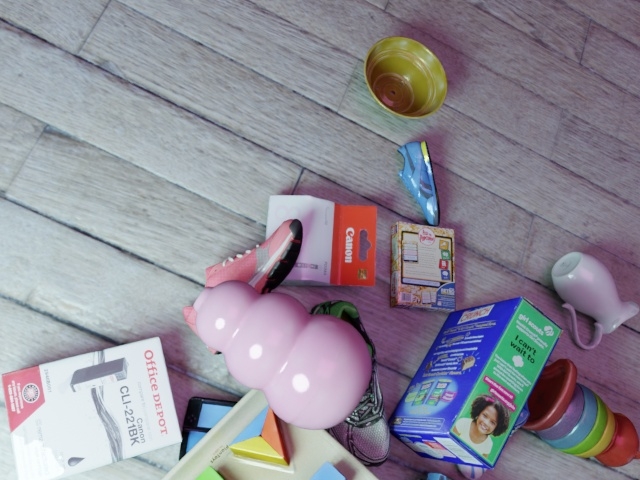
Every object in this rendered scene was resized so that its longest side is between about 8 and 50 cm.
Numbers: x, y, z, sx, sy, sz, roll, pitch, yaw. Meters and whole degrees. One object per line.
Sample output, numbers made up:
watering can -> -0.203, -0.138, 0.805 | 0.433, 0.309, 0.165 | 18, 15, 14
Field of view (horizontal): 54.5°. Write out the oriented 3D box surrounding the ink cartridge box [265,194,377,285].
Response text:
ink cartridge box -> 0.000, 0.000, 1.323 | 0.232, 0.066, 0.189 | 0, 72, 10

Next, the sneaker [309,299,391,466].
sneaker -> 0.059, 0.286, 1.251 | 0.134, 0.146, 0.344 | -16, 80, -21

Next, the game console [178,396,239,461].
game console -> -0.199, 0.366, 1.184 | 0.122, 0.071, 0.107 | 12, 106, -15

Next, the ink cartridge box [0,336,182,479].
ink cartridge box -> -0.403, 0.304, 1.118 | 0.272, 0.114, 0.197 | -12, 78, -21

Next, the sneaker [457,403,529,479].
sneaker -> 0.371, 0.394, 1.328 | 0.091, 0.126, 0.240 | 29, 68, -8

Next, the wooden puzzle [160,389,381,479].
wooden puzzle -> -0.091, 0.453, 1.076 | 0.347, 0.081, 0.322 | 37, 68, 26

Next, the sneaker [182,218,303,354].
sneaker -> -0.159, 0.068, 1.233 | 0.136, 0.116, 0.314 | 36, 87, 12

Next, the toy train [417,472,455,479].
toy train -> 0.278, 0.526, 1.242 | 0.184, 0.105, 0.080 | 28, 69, -8

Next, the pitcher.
pitcher -> 0.639, 0.145, 1.497 | 0.207, 0.125, 0.178 | 44, 82, -13

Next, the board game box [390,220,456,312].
board game box -> 0.235, 0.062, 1.425 | 0.146, 0.045, 0.194 | 8, 72, -15

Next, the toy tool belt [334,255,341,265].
toy tool belt -> 0.025, 0.050, 1.357 | 0.052, 0.051, 0.083 | 6, 67, 22

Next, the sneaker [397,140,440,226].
sneaker -> 0.234, -0.131, 1.480 | 0.082, 0.069, 0.210 | -13, 87, 13

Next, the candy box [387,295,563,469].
candy box -> 0.303, 0.284, 1.262 | 0.122, 0.268, 0.317 | 38, 67, -7

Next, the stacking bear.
stacking bear -> 0.584, 0.404, 1.383 | 0.289, 0.175, 0.164 | 32, 66, -15

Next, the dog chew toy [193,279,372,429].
dog chew toy -> -0.075, 0.188, 1.106 | 0.331, 0.206, 0.207 | 34, 68, -3

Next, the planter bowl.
planter bowl -> 0.192, -0.377, 1.514 | 0.217, 0.090, 0.217 | 5, 73, -17
